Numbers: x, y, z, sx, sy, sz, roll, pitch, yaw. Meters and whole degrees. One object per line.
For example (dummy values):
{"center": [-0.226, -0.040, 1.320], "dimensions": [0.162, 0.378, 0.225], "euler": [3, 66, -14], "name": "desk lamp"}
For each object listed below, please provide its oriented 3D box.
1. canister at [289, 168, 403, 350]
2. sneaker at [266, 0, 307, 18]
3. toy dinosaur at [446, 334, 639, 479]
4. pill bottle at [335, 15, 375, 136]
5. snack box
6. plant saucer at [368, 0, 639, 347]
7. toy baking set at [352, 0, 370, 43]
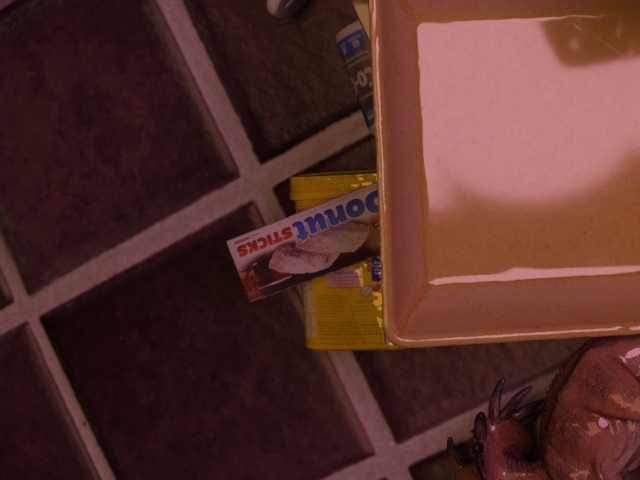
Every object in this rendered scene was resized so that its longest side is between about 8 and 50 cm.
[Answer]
{"center": [0.038, 0.018, 1.388], "dimensions": [0.126, 0.073, 0.170], "euler": [-2, 96, 21], "name": "canister"}
{"center": [-0.028, -0.291, 1.400], "dimensions": [0.061, 0.053, 0.152], "euler": [19, 95, 27], "name": "sneaker"}
{"center": [0.242, 0.160, 1.305], "dimensions": [0.200, 0.127, 0.296], "euler": [36, 100, 21], "name": "toy dinosaur"}
{"center": [0.072, -0.143, 1.358], "dimensions": [0.078, 0.078, 0.137], "euler": [-22, 87, 20], "name": "pill bottle"}
{"center": [0.000, 0.000, 1.348], "dimensions": [0.178, 0.022, 0.064], "euler": [-21, 90, 23], "name": "snack box"}
{"center": [0.208, -0.082, 1.266], "dimensions": [0.332, 0.081, 0.333], "euler": [-3, 93, -4], "name": "plant saucer"}
{"center": [0.112, -0.229, 1.310], "dimensions": [0.196, 0.030, 0.256], "euler": [41, 85, 0], "name": "toy baking set"}
